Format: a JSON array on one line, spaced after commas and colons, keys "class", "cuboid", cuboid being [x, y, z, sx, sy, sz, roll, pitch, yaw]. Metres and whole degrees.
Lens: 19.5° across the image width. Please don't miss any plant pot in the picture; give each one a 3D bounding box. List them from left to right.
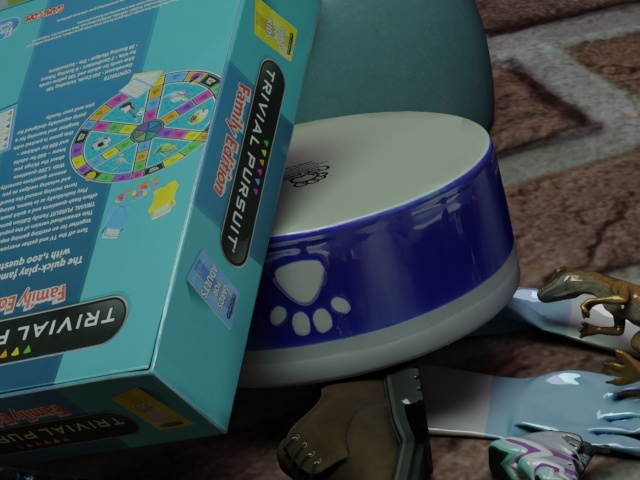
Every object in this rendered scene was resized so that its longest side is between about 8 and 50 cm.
[{"class": "plant pot", "cuboid": [0.009, -0.201, 1.611, 0.290, 0.195, 0.290, 0, 30, 0]}]

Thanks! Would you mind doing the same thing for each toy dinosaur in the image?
[{"class": "toy dinosaur", "cuboid": [0.247, 0.058, 1.265, 0.211, 0.064, 0.112, 22, 32, 17]}]

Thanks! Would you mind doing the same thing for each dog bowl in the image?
[{"class": "dog bowl", "cuboid": [0.000, 0.000, 1.289, 0.265, 0.104, 0.265, -12, 19, 4]}]

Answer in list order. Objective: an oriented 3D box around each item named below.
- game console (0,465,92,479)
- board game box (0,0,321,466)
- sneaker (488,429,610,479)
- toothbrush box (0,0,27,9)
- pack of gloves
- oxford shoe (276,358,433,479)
[{"class": "game console", "cuboid": [-0.125, 0.164, 0.983, 0.122, 0.107, 0.071, 13, 64, -25]}, {"class": "board game box", "cuboid": [-0.148, -0.024, 1.191, 0.254, 0.079, 0.336, -12, 51, 32]}, {"class": "sneaker", "cuboid": [0.159, 0.146, 1.174, 0.069, 0.038, 0.098, -16, 35, -25]}, {"class": "toothbrush box", "cuboid": [-0.162, -0.201, 1.532, 0.122, 0.206, 0.283, 4, 30, -43]}, {"class": "pack of gloves", "cuboid": [0.147, 0.071, 1.297, 0.232, 0.046, 0.195, 5, 30, 8]}, {"class": "oxford shoe", "cuboid": [0.023, 0.151, 1.134, 0.096, 0.083, 0.227, -6, 21, 2]}]
